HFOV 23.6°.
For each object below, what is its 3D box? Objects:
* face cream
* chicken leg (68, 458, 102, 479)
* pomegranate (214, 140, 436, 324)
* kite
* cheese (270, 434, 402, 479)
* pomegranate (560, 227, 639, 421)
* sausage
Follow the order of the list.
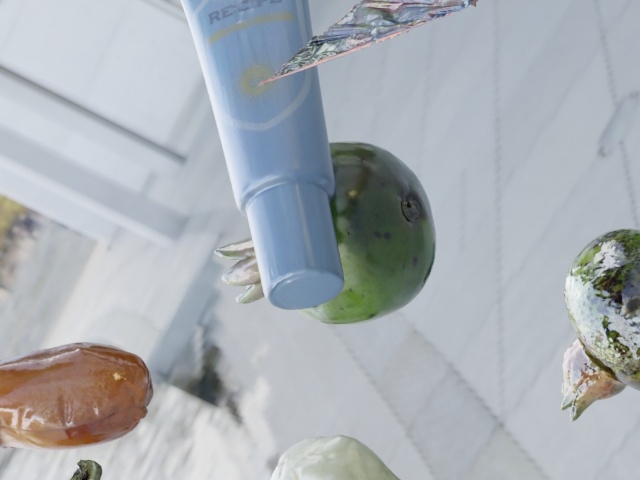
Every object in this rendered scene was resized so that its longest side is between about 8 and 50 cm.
[{"bbox_3d":[-0.048,-0.122,1.361,0.086,0.135,0.385,57,-162,-61],"label":"face cream"},{"bbox_3d":[-0.192,0.240,1.276,0.093,0.070,0.178,-33,-32,-31],"label":"chicken leg"},{"bbox_3d":[0.001,0.001,1.500,0.225,0.187,0.187,-18,34,30],"label":"pomegranate"},{"bbox_3d":[0.056,-0.175,1.058,0.232,0.009,0.189,-40,28,-4],"label":"kite"},{"bbox_3d":[0.062,0.335,1.819,0.159,0.263,0.093,-39,15,50],"label":"cheese"},{"bbox_3d":[0.420,0.116,2.021,0.276,0.204,0.222,99,149,-47],"label":"pomegranate"},{"bbox_3d":[-0.227,0.134,1.270,0.089,0.179,0.089,172,90,-85],"label":"sausage"}]
